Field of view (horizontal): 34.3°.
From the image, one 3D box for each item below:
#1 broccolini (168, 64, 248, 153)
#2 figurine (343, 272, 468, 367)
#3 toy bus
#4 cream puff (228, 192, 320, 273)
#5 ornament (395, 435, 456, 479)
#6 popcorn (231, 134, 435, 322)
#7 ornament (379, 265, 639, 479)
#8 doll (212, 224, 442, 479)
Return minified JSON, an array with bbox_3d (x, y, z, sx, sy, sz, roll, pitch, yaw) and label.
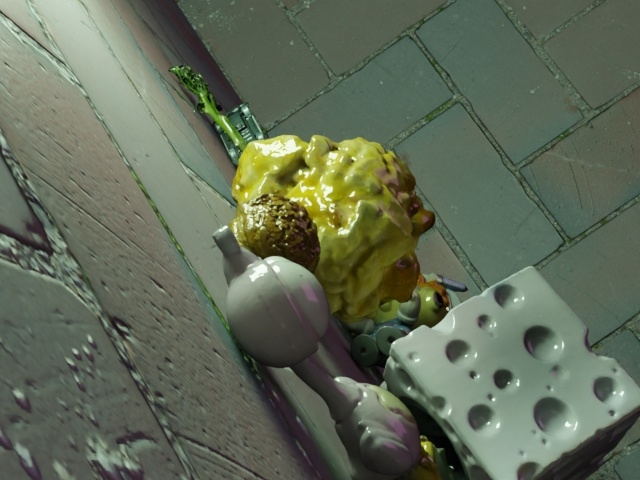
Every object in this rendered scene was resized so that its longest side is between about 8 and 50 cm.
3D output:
[{"bbox_3d":[-0.193,-0.232,1.993,0.271,0.062,0.123,51,16,29],"label":"broccolini"},{"bbox_3d":[0.133,0.185,1.963,0.382,0.225,0.205,-23,90,-61],"label":"figurine"},{"bbox_3d":[-0.148,-0.195,2.095,0.089,0.087,0.194,58,2,-40],"label":"toy bus"},{"bbox_3d":[-0.054,-0.001,1.342,0.126,0.103,0.144,58,10,22],"label":"cream puff"},{"bbox_3d":[0.111,0.271,1.270,0.156,0.081,0.075,49,1,-22],"label":"ornament"},{"bbox_3d":[0.021,-0.039,1.540,0.332,0.265,0.225,37,-24,11],"label":"popcorn"},{"bbox_3d":[0.241,0.228,1.385,0.239,0.240,0.240,53,-22,26],"label":"ornament"},{"bbox_3d":[0.006,0.130,1.023,0.365,0.094,0.160,55,0,-21],"label":"doll"}]
